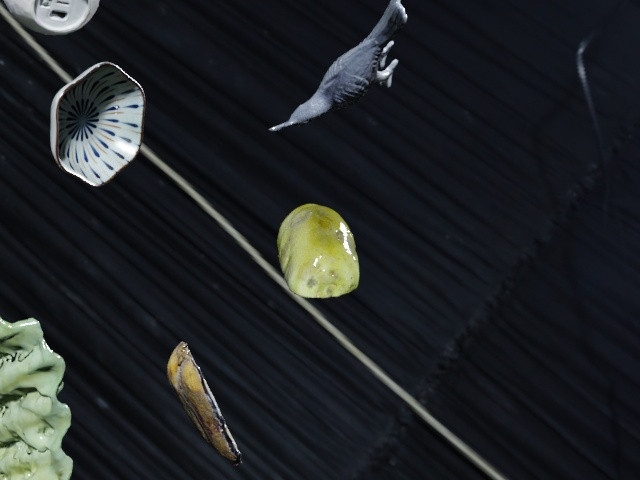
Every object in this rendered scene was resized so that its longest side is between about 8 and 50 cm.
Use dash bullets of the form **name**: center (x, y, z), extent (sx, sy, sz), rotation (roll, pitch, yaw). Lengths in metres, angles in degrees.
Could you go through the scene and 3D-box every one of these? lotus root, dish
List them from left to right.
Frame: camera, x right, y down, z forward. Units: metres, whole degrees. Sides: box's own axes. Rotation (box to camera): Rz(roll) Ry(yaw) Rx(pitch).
- **dish**: center (-0.349, -0.178, 1.325), extent (0.191, 0.066, 0.190), rotation (-36, 135, -47)
- **lotus root**: center (-0.271, 0.388, 2.017), extent (0.078, 0.329, 0.167), rotation (-25, -156, -9)

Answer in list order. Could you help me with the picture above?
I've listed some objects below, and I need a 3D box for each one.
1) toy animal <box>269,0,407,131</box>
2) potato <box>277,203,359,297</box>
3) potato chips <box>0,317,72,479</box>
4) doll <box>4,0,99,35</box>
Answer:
- **toy animal**: center (0.077, -0.317, 1.642), extent (0.367, 0.081, 0.206), rotation (-39, 170, 37)
- **potato**: center (0.000, 0.000, 1.778), extent (0.271, 0.160, 0.111), rotation (-104, -160, -58)
- **potato chips**: center (-0.436, 0.140, 1.056), extent (0.097, 0.389, 0.373), rotation (-35, 120, -36)
- **doll**: center (-0.429, -0.429, 1.335), extent (0.151, 0.287, 0.151), rotation (-20, 141, -17)
